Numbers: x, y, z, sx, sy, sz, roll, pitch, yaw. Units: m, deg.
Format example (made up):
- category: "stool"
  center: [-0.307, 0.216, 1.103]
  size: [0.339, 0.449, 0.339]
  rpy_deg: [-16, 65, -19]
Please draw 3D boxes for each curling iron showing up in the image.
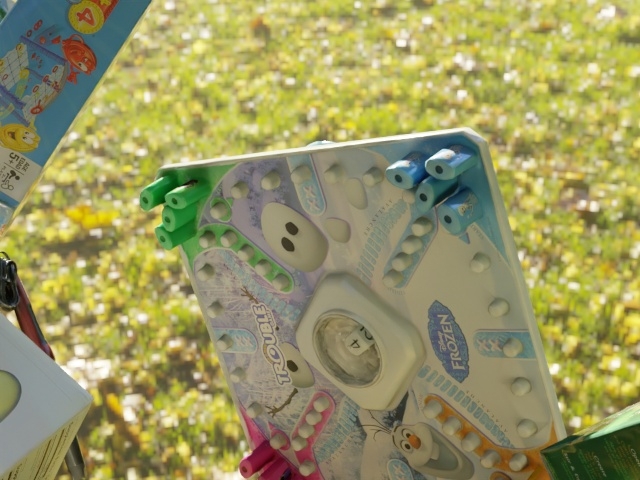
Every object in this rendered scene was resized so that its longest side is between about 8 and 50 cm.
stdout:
- category: "curling iron"
  center: [-0.322, 0.142, 1.344]
  size: [0.035, 0.274, 0.068]
  rpy_deg: [-25, -5, 31]

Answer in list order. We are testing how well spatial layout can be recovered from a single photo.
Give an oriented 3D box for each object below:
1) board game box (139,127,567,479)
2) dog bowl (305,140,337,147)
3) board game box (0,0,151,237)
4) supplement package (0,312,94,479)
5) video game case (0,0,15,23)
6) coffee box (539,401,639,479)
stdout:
- category: "board game box"
  center: [0.026, 0.103, 1.126]
  size: [0.390, 0.390, 0.050]
  rpy_deg: [-3, 22, 40]
- category: "dog bowl"
  center: [0.000, 0.000, 1.558]
  size: [0.166, 0.297, 0.074]
  rpy_deg: [38, 54, 10]
- category: "board game box"
  center: [-0.236, -0.148, 1.050]
  size: [0.086, 0.308, 0.302]
  rpy_deg: [33, -17, -12]
- category: "supplement package"
  center: [-0.304, 0.137, 0.812]
  size: [0.194, 0.149, 0.203]
  rpy_deg: [40, 41, 8]
- category: "video game case"
  center: [-0.431, -0.214, 1.341]
  size: [0.036, 0.329, 0.300]
  rpy_deg: [-13, 48, 23]
- category: "coffee box"
  center: [0.224, 0.113, 0.741]
  size: [0.113, 0.184, 0.040]
  rpy_deg: [-21, 80, -19]
